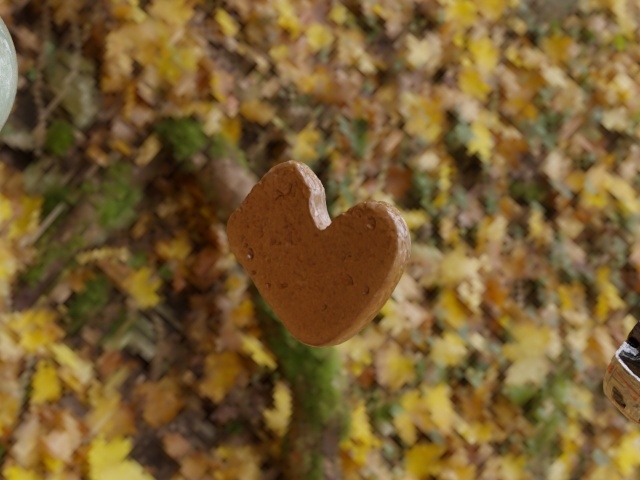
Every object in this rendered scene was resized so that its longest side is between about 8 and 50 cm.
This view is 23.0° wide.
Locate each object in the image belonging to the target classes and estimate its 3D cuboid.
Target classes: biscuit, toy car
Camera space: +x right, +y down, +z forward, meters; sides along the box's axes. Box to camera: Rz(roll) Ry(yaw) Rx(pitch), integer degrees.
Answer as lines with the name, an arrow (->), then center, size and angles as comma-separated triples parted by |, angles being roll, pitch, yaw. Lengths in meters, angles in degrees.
biscuit -> 0.000, 0.000, 1.549 | 0.036, 0.186, 0.192 | -9, 54, -47
toy car -> 0.334, 0.072, 1.366 | 0.089, 0.209, 0.108 | 37, -21, 16

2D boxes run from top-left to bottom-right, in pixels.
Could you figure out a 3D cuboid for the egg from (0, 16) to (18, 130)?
egg -> -0.447, -0.174, 1.679 | 0.230, 0.230, 0.371 | 41, 12, -8
